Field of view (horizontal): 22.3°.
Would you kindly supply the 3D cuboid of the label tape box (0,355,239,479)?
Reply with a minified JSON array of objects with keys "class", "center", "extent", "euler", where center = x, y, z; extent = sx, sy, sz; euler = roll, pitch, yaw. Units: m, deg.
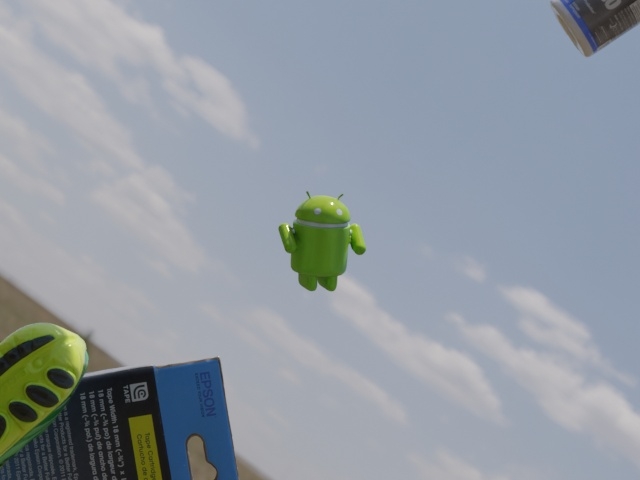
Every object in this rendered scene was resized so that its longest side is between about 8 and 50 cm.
[{"class":"label tape box","center":[-0.241,0.261,1.711],"extent":[0.334,0.240,0.106],"euler":[-9,-2,6]}]

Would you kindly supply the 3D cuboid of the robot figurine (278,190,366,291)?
[{"class":"robot figurine","center":[0.000,0.000,1.881],"extent":[0.101,0.115,0.067],"euler":[2,11,-18]}]

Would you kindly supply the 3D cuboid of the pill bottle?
[{"class":"pill bottle","center":[0.328,-0.268,1.773],"extent":[0.078,0.137,0.078],"euler":[55,6,-8]}]

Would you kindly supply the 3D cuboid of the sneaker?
[{"class":"sneaker","center":[-0.337,0.190,1.560],"extent":[0.109,0.295,0.123],"euler":[57,7,9]}]
